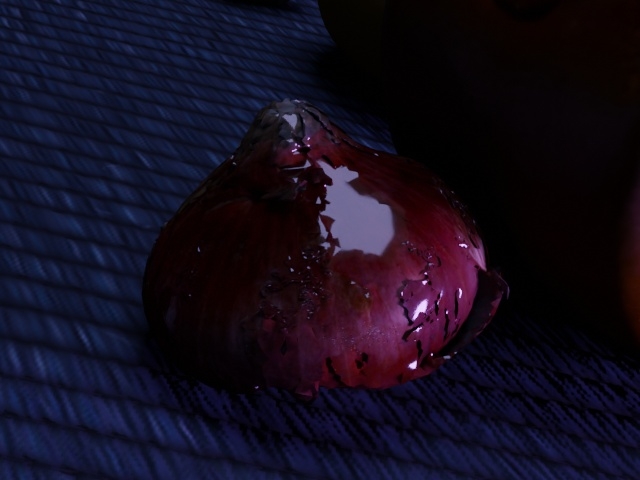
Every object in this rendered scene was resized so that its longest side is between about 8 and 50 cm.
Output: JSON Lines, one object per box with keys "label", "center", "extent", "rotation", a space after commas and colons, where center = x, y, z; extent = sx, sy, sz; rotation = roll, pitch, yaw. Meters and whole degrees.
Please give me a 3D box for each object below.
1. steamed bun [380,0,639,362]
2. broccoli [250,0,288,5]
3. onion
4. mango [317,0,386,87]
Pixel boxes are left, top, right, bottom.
{"label": "steamed bun", "center": [0.208, -0.060, 0.791], "extent": [0.379, 0.248, 0.235], "rotation": [1, 26, -46]}
{"label": "broccoli", "center": [-0.085, -0.384, 1.355], "extent": [0.298, 0.297, 0.297], "rotation": [1, 48, -26]}
{"label": "onion", "center": [0.000, 0.000, 0.680], "extent": [0.184, 0.147, 0.184], "rotation": [-2, 27, 1]}
{"label": "mango", "center": [0.145, -0.195, 1.104], "extent": [0.264, 0.221, 0.378], "rotation": [-11, 24, -35]}
